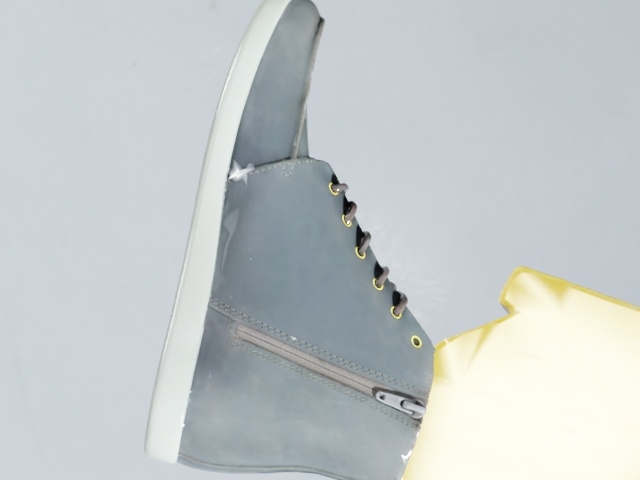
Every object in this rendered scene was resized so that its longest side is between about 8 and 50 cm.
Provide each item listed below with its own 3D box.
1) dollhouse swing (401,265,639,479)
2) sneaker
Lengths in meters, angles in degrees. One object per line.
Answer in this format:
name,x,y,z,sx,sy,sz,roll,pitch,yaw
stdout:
dollhouse swing,0.203,0.260,0.876,0.305,0.315,0.346,38,78,-45
sneaker,0.000,0.000,0.667,0.118,0.083,0.222,12,78,-5
